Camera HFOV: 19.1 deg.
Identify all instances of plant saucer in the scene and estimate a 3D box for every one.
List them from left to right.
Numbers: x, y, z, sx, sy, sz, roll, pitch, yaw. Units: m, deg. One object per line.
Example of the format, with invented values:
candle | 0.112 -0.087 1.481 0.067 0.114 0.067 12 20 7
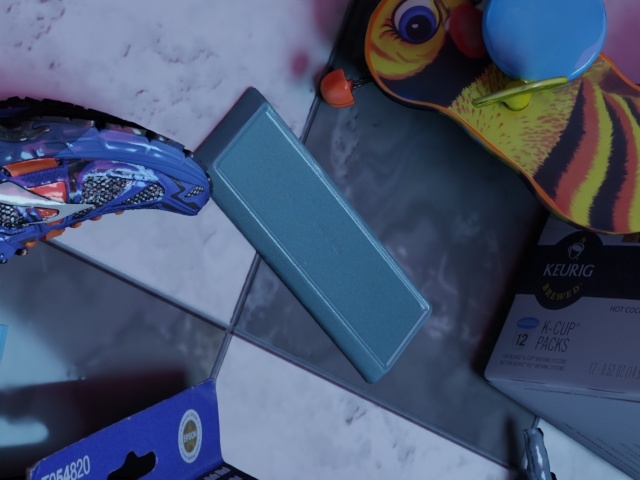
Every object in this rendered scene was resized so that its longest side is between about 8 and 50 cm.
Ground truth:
plant saucer | 0.000 0.000 1.131 0.067 0.018 0.192 -52 120 -23

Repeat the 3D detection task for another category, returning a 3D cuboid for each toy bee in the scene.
toy bee | 0.090 -0.102 1.126 0.162 0.298 0.195 -38 157 3

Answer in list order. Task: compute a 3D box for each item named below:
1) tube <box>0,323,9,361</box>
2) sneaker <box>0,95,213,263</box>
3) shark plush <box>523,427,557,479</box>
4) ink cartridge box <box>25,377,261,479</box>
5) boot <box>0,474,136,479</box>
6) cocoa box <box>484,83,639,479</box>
tube | -0.246 0.063 0.936 0.207 0.052 0.080 16 87 -41
sneaker | -0.158 -0.028 0.985 0.221 0.083 0.087 4 103 -31
shark plush | 0.151 0.202 1.207 0.073 0.067 0.161 7 81 6
ink cartridge box | -0.081 0.201 0.986 0.223 0.045 0.224 -22 113 -67
boot | -0.182 0.217 0.955 0.236 0.085 0.179 -5 96 -47
cocoa box | 0.327 0.072 1.241 0.347 0.231 0.228 34 71 -33
